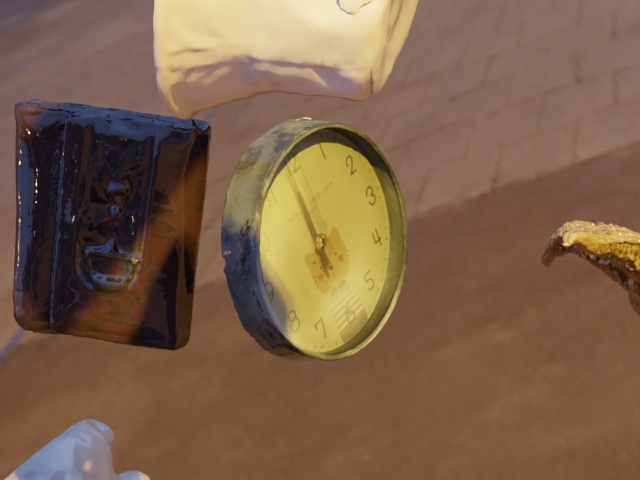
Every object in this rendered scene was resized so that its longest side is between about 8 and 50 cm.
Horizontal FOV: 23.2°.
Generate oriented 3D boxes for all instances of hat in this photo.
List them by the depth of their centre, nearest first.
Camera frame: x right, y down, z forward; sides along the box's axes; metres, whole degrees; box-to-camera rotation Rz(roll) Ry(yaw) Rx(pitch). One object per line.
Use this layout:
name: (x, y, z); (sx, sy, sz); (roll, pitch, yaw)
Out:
hat: (-0.009, -0.154, 0.932); (0.126, 0.203, 0.203); (17, 26, 8)

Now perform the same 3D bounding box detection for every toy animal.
toy animal: (-0.261, 0.415, 1.963); (0.196, 0.367, 0.241); (-40, 9, 15)

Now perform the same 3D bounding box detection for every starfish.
starfish: (0.260, 0.046, 1.191); (0.236, 0.277, 0.062); (35, 85, 31)

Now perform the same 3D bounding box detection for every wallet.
wallet: (-0.200, -0.012, 1.457); (0.182, 0.229, 0.049); (7, 17, 3)

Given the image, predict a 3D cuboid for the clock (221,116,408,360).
clock: (0.000, 0.000, 1.428); (0.049, 0.226, 0.226); (2, 28, 39)
